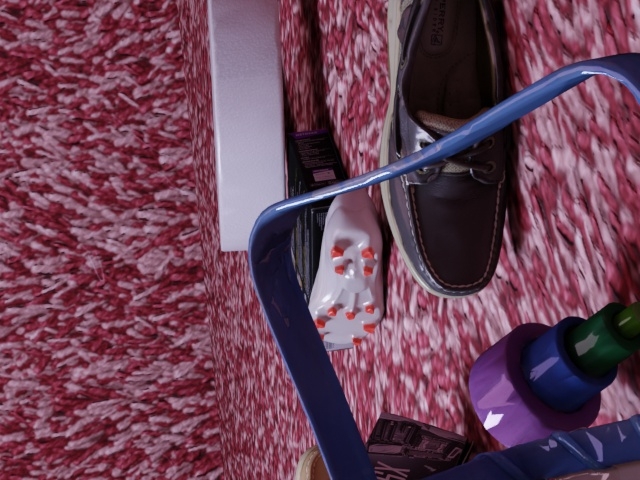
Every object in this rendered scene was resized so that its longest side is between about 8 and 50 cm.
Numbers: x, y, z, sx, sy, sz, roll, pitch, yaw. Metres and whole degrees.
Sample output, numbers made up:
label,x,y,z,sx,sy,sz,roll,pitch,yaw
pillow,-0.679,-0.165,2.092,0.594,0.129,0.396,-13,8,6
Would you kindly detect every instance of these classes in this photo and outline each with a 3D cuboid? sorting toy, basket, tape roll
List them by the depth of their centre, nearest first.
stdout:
label,x,y,z,sx,sy,sz,roll,pitch,yaw
basket,0.089,0.092,0.742,0.255,0.201,0.288,-25,79,53
sorting toy,0.163,0.183,0.889,0.126,0.127,0.365,-43,46,42
tape roll,-0.082,-0.183,1.975,0.392,0.072,0.392,177,90,-87

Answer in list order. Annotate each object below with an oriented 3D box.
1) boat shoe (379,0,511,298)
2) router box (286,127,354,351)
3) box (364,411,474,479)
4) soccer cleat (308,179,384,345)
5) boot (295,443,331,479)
label,x,y,z,sx,sy,sz,roll,pitch,yaw
boat shoe,0.079,-0.073,1.166,0.073,0.080,0.223,-144,51,-85
router box,0.000,0.000,1.827,0.133,0.046,0.178,-108,14,-52
box,0.016,0.313,1.346,0.242,0.077,0.307,-56,-19,-63
soccer cleat,0.027,0.025,1.650,0.196,0.068,0.076,98,177,-56
boot,0.046,0.288,1.617,0.203,0.095,0.261,112,148,-73
